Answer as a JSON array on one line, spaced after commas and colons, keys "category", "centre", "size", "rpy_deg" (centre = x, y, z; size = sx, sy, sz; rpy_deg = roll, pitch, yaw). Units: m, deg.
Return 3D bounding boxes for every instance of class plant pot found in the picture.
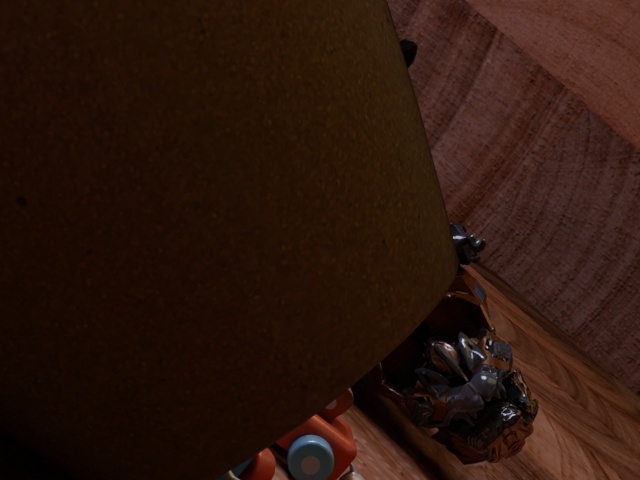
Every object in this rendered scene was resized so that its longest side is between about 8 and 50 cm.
[{"category": "plant pot", "centre": [-0.080, -0.064, 0.422], "size": [0.254, 0.237, 0.237], "rpy_deg": [54, 5, -6]}]

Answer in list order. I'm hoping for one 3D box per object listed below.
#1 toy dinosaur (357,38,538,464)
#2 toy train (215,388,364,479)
[{"category": "toy dinosaur", "centre": [0.000, 0.000, 0.904], "size": [0.322, 0.164, 0.218], "rpy_deg": [22, -22, 40]}, {"category": "toy train", "centre": [-0.020, 0.061, 0.590], "size": [0.125, 0.046, 0.166], "rpy_deg": [40, 6, -5]}]
